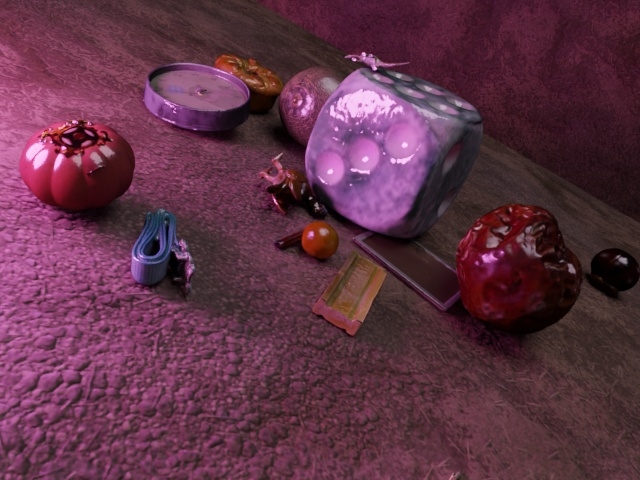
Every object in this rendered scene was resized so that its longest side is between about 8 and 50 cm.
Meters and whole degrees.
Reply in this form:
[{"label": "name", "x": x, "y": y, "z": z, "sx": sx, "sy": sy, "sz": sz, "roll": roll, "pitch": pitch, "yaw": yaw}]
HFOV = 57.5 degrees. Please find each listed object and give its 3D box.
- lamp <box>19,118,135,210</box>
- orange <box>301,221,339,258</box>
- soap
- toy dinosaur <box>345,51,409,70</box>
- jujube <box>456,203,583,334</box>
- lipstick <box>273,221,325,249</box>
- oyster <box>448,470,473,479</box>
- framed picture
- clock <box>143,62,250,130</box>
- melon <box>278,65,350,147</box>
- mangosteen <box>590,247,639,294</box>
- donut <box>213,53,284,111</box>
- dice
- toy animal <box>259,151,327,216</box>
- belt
[{"label": "lamp", "x": -0.406, "y": -0.121, "z": 0.984, "sx": 0.182, "sy": 0.140, "sz": 0.182, "roll": 7, "pitch": 40, "yaw": -6}, {"label": "orange", "x": 0.000, "y": 0.000, "z": 1.223, "sx": 0.085, "sy": 0.085, "sz": 0.085, "roll": 23, "pitch": 28, "yaw": -12}, {"label": "soap", "x": 0.066, "y": 0.096, "z": 1.157, "sx": 0.092, "sy": 0.037, "sz": 0.252, "roll": 33, "pitch": 26, "yaw": 5}, {"label": "toy dinosaur", "x": 0.126, "y": -0.439, "z": 1.428, "sx": 0.180, "sy": 0.037, "sz": 0.058, "roll": 28, "pitch": 34, "yaw": 29}, {"label": "jujube", "x": 0.449, "y": 0.060, "z": 1.324, "sx": 0.276, "sy": 0.276, "sz": 0.377, "roll": 36, "pitch": 34, "yaw": 14}, {"label": "lipstick", "x": -0.041, "y": -0.010, "z": 1.251, "sx": 0.027, "sy": 0.027, "sz": 0.176, "roll": 38, "pitch": 29, "yaw": 17}, {"label": "oyster", "x": 0.197, "y": 0.359, "z": 0.833, "sx": 0.093, "sy": 0.034, "sz": 0.051, "roll": 27, "pitch": 41, "yaw": -30}, {"label": "framed picture", "x": 0.227, "y": 0.056, "z": 1.403, "sx": 0.273, "sy": 0.016, "sz": 0.216, "roll": 39, "pitch": 29, "yaw": 20}, {"label": "clock", "x": -0.317, "y": -0.379, "z": 1.518, "sx": 0.281, "sy": 0.055, "sz": 0.280, "roll": 11, "pitch": 38, "yaw": -9}, {"label": "melon", "x": 0.024, "y": -0.383, "z": 1.723, "sx": 0.248, "sy": 0.248, "sz": 0.329, "roll": 44, "pitch": 27, "yaw": 27}, {"label": "mangosteen", "x": 0.947, "y": 0.103, "z": 1.892, "sx": 0.152, "sy": 0.152, "sz": 0.152, "roll": 23, "pitch": 28, "yaw": -12}, {"label": "donut", "x": -0.228, "y": -0.486, "z": 1.797, "sx": 0.227, "sy": 0.114, "sz": 0.226, "roll": 23, "pitch": 28, "yaw": -13}, {"label": "dice", "x": 0.189, "y": -0.227, "z": 1.476, "sx": 0.328, "sy": 0.348, "sz": 0.330, "roll": 33, "pitch": 25, "yaw": 22}, {"label": "toy animal", "x": -0.064, "y": -0.108, "z": 1.346, "sx": 0.179, "sy": 0.089, "sz": 0.188, "roll": 46, "pitch": 22, "yaw": 0}, {"label": "belt", "x": -0.257, "y": 0.009, "z": 0.973, "sx": 0.100, "sy": 0.065, "sz": 0.179, "roll": 9, "pitch": 32, "yaw": -15}]
